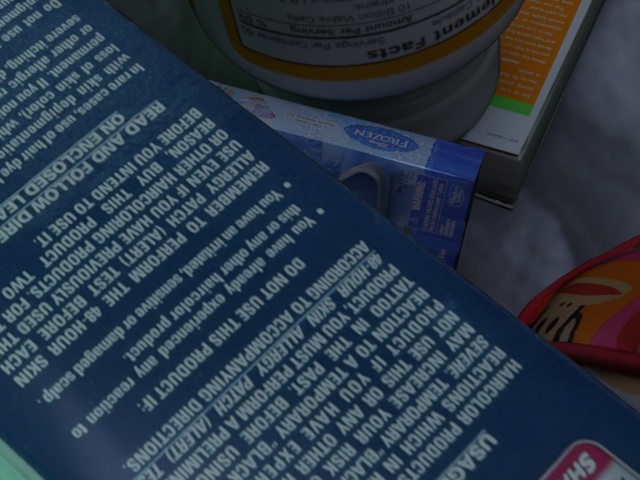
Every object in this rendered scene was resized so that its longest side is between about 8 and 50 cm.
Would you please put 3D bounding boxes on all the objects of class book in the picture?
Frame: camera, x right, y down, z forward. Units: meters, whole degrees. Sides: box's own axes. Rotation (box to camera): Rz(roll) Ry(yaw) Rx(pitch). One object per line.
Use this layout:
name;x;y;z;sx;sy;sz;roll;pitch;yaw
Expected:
book;0.055;-0.092;0.558;0.096;0.035;0.144;20;62;15

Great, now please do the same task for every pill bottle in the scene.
pill bottle;0.007;-0.117;0.438;0.118;0.208;0.117;-5;56;7

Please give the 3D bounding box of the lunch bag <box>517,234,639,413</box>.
lunch bag;0.215;0.029;0.355;0.258;0.293;0.120;-25;104;-16

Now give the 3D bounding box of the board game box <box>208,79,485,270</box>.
board game box;0.000;0.000;0.471;0.090;0.090;0.020;15;40;8

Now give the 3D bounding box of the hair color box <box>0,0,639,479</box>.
hair color box;-0.061;0.035;0.402;0.347;0.174;0.105;39;66;18
